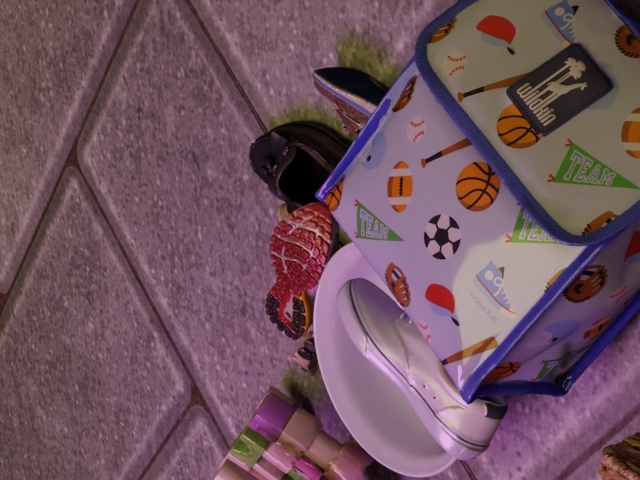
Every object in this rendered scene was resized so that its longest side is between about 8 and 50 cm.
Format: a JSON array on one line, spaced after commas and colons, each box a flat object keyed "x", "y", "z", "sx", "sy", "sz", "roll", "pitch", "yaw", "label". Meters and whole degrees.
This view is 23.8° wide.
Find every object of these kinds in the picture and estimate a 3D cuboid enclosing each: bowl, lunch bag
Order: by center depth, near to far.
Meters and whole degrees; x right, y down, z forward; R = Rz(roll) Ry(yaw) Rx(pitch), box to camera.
[{"x": 0.221, "y": -0.070, "z": 1.602, "sx": 0.385, "sy": 0.239, "sz": 0.328, "roll": -52, "pitch": 59, "yaw": 30, "label": "lunch bag"}, {"x": 0.131, "y": 0.130, "z": 1.871, "sx": 0.298, "sy": 0.134, "sz": 0.298, "roll": 23, "pitch": 120, "yaw": 47, "label": "bowl"}]

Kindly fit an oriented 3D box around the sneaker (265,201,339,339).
[{"x": -0.013, "y": 0.026, "z": 1.981, "sx": 0.088, "sy": 0.093, "sz": 0.225, "roll": 38, "pitch": 142, "yaw": 19, "label": "sneaker"}]

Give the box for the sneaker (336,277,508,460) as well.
[{"x": 0.120, "y": 0.124, "z": 1.709, "sx": 0.258, "sy": 0.094, "sz": 0.091, "roll": 49, "pitch": 119, "yaw": 25, "label": "sneaker"}]

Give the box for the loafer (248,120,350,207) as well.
[{"x": -0.014, "y": -0.090, "z": 2.021, "sx": 0.302, "sy": 0.095, "sz": 0.109, "roll": 22, "pitch": 119, "yaw": 49, "label": "loafer"}]

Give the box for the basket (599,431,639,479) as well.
[{"x": 0.419, "y": 0.321, "z": 1.476, "sx": 0.299, "sy": 0.213, "sz": 0.223, "roll": 15, "pitch": 113, "yaw": 51, "label": "basket"}]

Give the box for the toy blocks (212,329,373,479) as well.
[{"x": 0.007, "y": 0.324, "z": 2.087, "sx": 0.260, "sy": 0.309, "sz": 0.288, "roll": 34, "pitch": 150, "yaw": 1, "label": "toy blocks"}]

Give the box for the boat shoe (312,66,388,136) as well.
[{"x": 0.051, "y": -0.164, "z": 1.931, "sx": 0.183, "sy": 0.066, "sz": 0.066, "roll": 36, "pitch": 131, "yaw": 42, "label": "boat shoe"}]

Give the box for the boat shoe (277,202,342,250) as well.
[{"x": -0.001, "y": 0.001, "z": 2.076, "sx": 0.153, "sy": 0.056, "sz": 0.048, "roll": 56, "pitch": 134, "yaw": 21, "label": "boat shoe"}]
